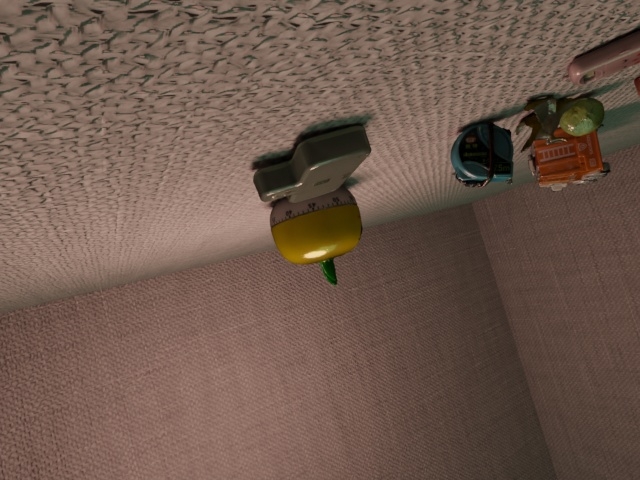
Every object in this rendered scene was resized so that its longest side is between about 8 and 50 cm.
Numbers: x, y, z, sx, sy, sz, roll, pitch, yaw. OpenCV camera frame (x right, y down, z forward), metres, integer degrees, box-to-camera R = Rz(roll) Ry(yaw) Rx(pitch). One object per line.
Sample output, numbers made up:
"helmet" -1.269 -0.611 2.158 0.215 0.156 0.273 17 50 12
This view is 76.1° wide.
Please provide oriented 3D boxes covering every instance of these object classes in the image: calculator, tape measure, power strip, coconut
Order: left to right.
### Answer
"power strip" -0.029 -0.128 0.776 0.194 0.059 0.265 -19 177 -14
"tape measure" 0.356 -0.190 0.906 0.125 0.146 0.081 1 178 6
"coconut" 0.597 -0.282 0.934 0.096 0.087 0.088 -7 172 -33
"calculator" 0.480 -0.295 0.648 0.175 0.032 0.100 -18 176 35

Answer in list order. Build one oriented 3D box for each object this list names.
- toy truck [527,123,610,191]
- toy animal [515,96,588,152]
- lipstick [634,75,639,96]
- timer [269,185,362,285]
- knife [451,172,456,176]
"toy truck" 0.804 -0.267 1.357 0.207 0.173 0.388 -11 176 27
"toy animal" 0.506 -0.253 0.894 0.155 0.095 0.219 -12 178 13
"lipstick" 0.756 -0.348 0.881 0.146 0.045 0.045 -15 174 -11
"timer" 0.000 0.000 1.172 0.285 0.285 0.285 -16 176 -1
"knife" 0.578 -0.263 1.534 0.184 0.022 0.026 -15 146 -4
